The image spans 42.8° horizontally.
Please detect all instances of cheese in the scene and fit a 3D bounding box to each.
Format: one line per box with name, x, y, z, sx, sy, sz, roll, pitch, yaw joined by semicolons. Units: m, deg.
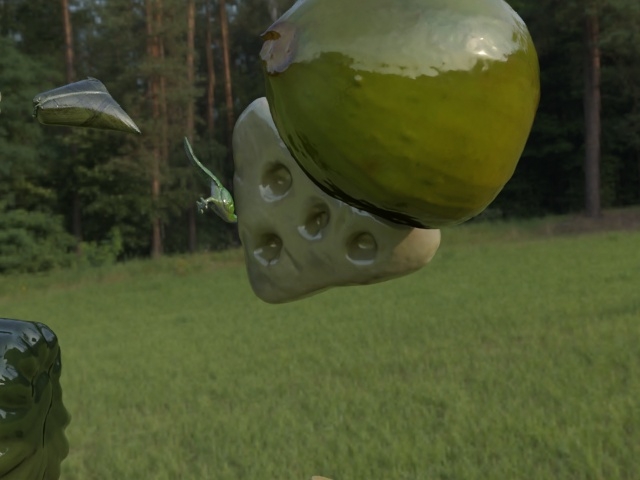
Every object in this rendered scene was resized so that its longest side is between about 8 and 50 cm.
cheese;0.000;-0.081;1.260;0.351;0.328;0.130;-16;-1;42

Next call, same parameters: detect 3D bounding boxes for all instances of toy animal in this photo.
toy animal;-0.225;-0.100;1.604;0.041;0.216;0.075;-27;12;47

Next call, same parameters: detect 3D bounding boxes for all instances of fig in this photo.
fig;0.092;-0.182;1.010;0.344;0.343;0.343;-5;-1;0

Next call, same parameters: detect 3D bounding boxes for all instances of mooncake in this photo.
mooncake;-0.564;0.311;1.426;0.188;0.351;0.351;5;0;6

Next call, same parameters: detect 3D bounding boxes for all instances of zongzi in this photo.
zongzi;-0.311;-0.160;1.077;0.104;0.113;0.052;-31;-21;-33

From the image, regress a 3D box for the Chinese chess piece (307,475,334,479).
Chinese chess piece;0.064;0.618;1.809;0.251;0.097;0.251;27;-5;3
